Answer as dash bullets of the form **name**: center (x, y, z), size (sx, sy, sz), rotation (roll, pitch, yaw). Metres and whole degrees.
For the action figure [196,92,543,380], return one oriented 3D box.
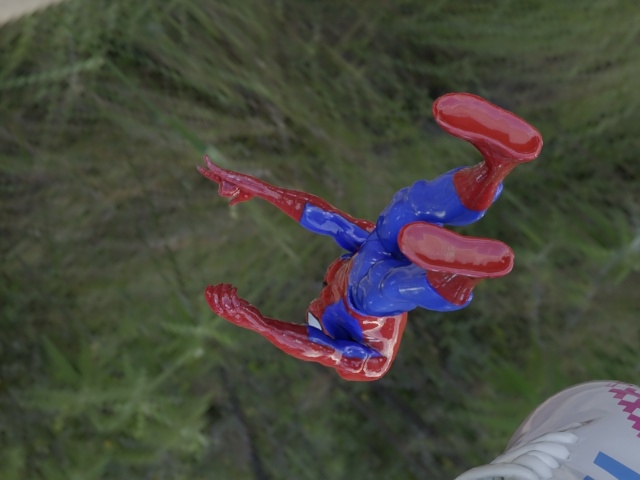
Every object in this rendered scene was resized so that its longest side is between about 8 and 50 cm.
- **action figure**: center (0.000, 0.000, 0.863), size (0.280, 0.139, 0.091), rotation (118, -10, -72)

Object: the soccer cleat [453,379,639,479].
- **soccer cleat**: center (0.101, 0.125, 0.770), size (0.143, 0.331, 0.116), rotation (37, 107, -13)
